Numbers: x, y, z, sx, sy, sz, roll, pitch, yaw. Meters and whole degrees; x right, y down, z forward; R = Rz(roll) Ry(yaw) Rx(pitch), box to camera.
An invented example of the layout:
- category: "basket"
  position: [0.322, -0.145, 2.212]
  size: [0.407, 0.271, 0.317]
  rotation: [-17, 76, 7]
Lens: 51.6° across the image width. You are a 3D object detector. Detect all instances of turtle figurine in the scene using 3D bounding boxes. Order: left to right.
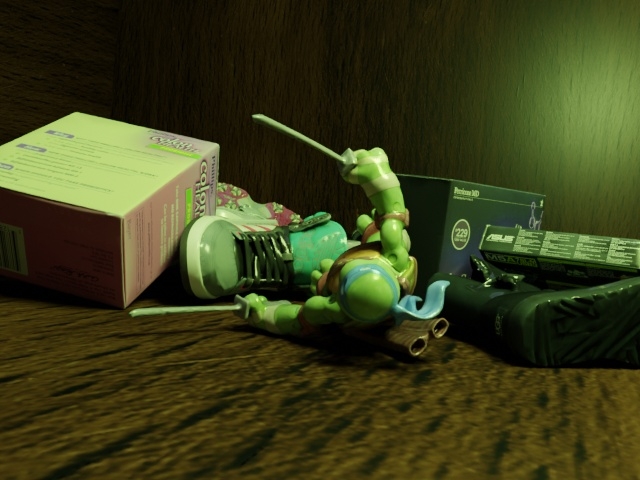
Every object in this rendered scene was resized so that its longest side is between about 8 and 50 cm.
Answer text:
- category: "turtle figurine"
  position: [0.000, 0.000, 0.675]
  size: [0.274, 0.198, 0.266]
  rotation: [10, 0, 8]

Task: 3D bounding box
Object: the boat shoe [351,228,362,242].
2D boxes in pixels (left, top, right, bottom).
- category: "boat shoe"
  position: [0.240, -0.002, 1.736]
  size: [0.340, 0.127, 0.113]
  rotation: [5, 4, 16]

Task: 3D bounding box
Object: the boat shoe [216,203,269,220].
- category: "boat shoe"
  position: [-0.142, -0.023, 1.262]
  size: [0.079, 0.081, 0.227]
  rotation: [-22, -31, 24]

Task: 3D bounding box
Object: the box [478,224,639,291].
- category: "box"
  position: [0.315, 0.054, 0.830]
  size: [0.190, 0.045, 0.184]
  rotation: [7, -31, 37]

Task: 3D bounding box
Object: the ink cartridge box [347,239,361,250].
- category: "ink cartridge box"
  position: [-0.078, 0.014, 1.456]
  size: [0.311, 0.065, 0.186]
  rotation: [9, 4, 22]

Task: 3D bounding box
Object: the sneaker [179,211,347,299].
- category: "sneaker"
  position: [-0.055, 0.025, 0.873]
  size: [0.178, 0.124, 0.295]
  rotation: [-3, 0, 13]

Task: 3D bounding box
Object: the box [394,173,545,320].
- category: "box"
  position: [0.205, 0.010, 0.938]
  size: [0.103, 0.184, 0.261]
  rotation: [8, 5, 44]

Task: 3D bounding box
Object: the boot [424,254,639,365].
- category: "boot"
  position: [0.265, 0.071, 0.742]
  size: [0.246, 0.094, 0.207]
  rotation: [-2, 9, -17]

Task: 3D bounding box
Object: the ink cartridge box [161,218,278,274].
- category: "ink cartridge box"
  position: [-0.222, 0.025, 1.077]
  size: [0.239, 0.060, 0.275]
  rotation: [-20, -6, 21]

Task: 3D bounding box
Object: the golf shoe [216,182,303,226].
- category: "golf shoe"
  position: [-0.158, -0.031, 1.660]
  size: [0.306, 0.140, 0.115]
  rotation: [27, 44, 2]

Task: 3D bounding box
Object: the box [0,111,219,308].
- category: "box"
  position: [-0.270, -0.049, 0.801]
  size: [0.213, 0.117, 0.243]
  rotation: [13, 29, 11]
